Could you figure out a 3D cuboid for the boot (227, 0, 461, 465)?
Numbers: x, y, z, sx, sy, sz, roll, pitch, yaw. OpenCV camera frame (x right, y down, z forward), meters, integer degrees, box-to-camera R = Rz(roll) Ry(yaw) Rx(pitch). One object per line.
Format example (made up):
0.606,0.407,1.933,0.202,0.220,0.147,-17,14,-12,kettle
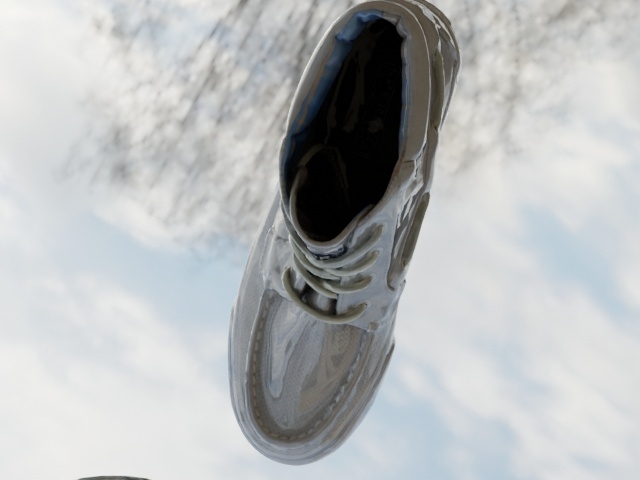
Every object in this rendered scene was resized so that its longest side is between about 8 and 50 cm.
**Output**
0.000,0.000,0.809,0.095,0.258,0.123,16,-171,11,boot

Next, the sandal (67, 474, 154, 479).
-0.148,0.180,0.534,0.120,0.302,0.086,23,-154,-37,sandal
